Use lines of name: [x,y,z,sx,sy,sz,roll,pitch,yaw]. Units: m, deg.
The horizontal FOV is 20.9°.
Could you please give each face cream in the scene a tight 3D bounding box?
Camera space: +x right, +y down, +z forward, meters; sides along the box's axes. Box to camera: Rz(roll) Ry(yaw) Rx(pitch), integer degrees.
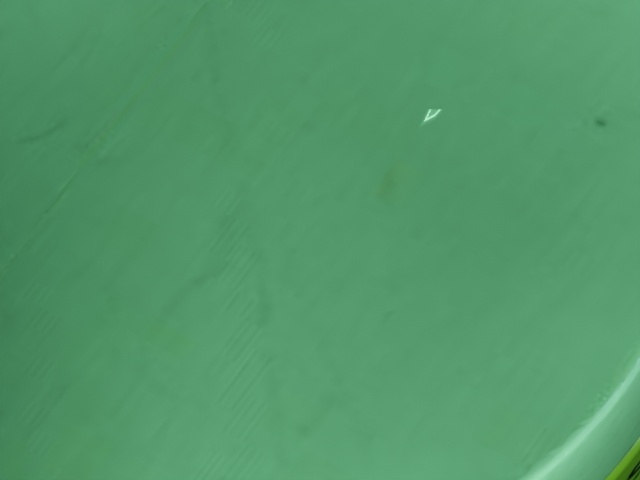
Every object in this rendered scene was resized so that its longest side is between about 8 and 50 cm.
face cream: [0.000,0.000,0.487,0.179,0.218,0.218,56,50,-69]
